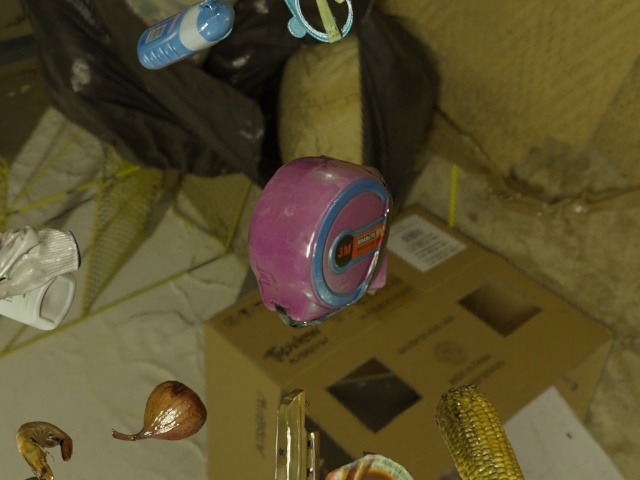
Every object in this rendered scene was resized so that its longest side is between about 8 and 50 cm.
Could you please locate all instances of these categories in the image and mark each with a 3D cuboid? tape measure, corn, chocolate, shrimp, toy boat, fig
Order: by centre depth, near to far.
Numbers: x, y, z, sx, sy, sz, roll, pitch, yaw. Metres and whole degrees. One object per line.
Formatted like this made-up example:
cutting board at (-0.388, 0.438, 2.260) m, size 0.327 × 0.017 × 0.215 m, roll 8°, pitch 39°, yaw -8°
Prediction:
tape measure at (0.000, 0.000, 1.300) m, size 0.149 × 0.231 × 0.245 m, roll 20°, pitch 116°, yaw 34°
chocolate at (0.098, 0.434, 1.335) m, size 0.221 × 0.221 × 0.147 m, roll 30°, pitch 176°, yaw 42°
corn at (0.289, 0.384, 1.562) m, size 0.318 × 0.115 × 0.115 m, roll -111°, pitch 22°, yaw -44°
shrimp at (-0.480, 0.376, 1.570) m, size 0.162 × 0.095 × 0.045 m, roll 44°, pitch 109°, yaw 45°
toy boat at (-0.043, 0.411, 1.781) m, size 0.068 × 0.088 × 0.226 m, roll -5°, pitch 83°, yaw 59°
fig at (-0.356, 0.405, 1.985) m, size 0.146 × 0.201 × 0.134 m, roll -13°, pitch 108°, yaw 50°

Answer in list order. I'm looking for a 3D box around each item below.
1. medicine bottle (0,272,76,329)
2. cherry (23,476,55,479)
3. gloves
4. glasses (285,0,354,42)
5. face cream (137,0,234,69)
medicine bottle at (-0.749, 0.120, 2.239) m, size 0.296 × 0.161 × 0.111 m, roll 12°, pitch 166°, yaw 41°
cherry at (-0.529, 0.530, 1.778) m, size 0.188 × 0.148 × 0.115 m, roll 39°, pitch -155°, yaw -56°
gloves at (-0.498, 0.038, 1.443) m, size 0.097 × 0.229 × 0.119 m, roll -23°, pitch 83°, yaw 41°
glasses at (0.004, -0.430, 1.410) m, size 0.207 × 0.102 × 0.239 m, roll 16°, pitch 132°, yaw 61°
face cream at (-0.255, -0.404, 1.724) m, size 0.264 × 0.149 × 0.083 m, roll -4°, pitch 133°, yaw 53°
